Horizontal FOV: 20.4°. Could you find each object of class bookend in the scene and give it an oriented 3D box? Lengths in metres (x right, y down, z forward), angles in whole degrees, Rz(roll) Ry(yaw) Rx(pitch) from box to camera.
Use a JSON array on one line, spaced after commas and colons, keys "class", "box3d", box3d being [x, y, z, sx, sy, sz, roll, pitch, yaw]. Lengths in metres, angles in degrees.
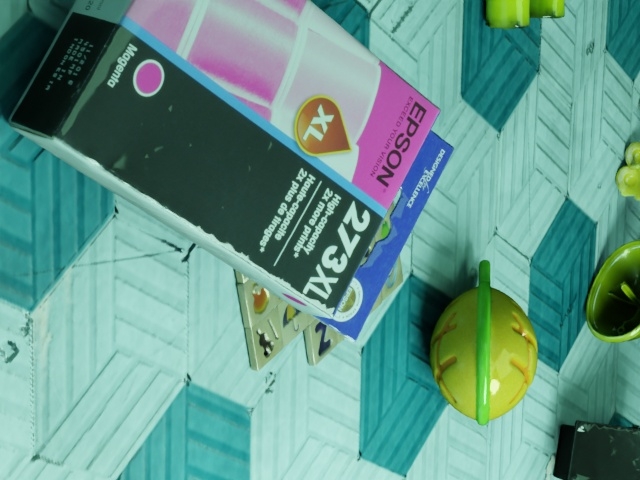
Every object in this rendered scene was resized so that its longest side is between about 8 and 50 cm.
[{"class": "bookend", "box3d": [0.324, 0.236, 1.983, 0.157, 0.156, 0.072, -176, -85, -76]}]

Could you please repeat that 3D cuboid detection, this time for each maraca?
[{"class": "maraca", "box3d": [0.153, 0.095, 1.662, 0.185, 0.099, 0.127, -78, 171, -63]}]

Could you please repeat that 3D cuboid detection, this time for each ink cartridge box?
[{"class": "ink cartridge box", "box3d": [-0.031, -0.068, 1.232, 0.371, 0.069, 0.175, 35, 80, -45]}]

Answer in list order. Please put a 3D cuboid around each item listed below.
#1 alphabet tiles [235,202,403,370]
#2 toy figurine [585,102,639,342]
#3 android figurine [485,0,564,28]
[{"class": "alphabet tiles", "box3d": [0.000, 0.000, 1.461, 0.237, 0.009, 0.198, -40, 131, -48]}, {"class": "toy figurine", "box3d": [0.450, -0.001, 2.060, 0.362, 0.191, 0.217, -69, 152, -18]}, {"class": "android figurine", "box3d": [0.200, -0.340, 1.673, 0.248, 0.056, 0.272, -20, 115, -56]}]
